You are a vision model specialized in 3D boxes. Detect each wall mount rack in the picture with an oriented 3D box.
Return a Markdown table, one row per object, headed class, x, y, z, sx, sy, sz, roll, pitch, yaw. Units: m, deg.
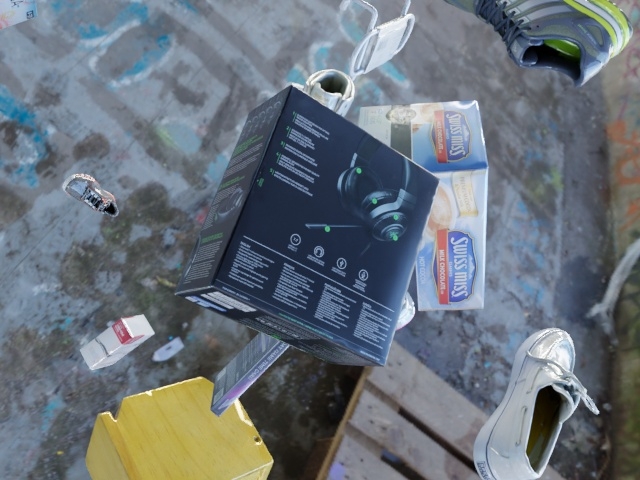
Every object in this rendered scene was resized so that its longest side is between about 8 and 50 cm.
| class | x | y | z | sx | sy | sz | roll | pitch | yaw |
| --- | --- | --- | --- | --- | --- | --- | --- | --- | --- |
| wall mount rack | 0.095 | -0.469 | 1.696 | 0.130 | 0.304 | 0.350 | 33 | 38 | 13 |

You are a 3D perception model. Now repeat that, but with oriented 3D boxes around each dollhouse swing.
| class | x | y | z | sx | sy | sz | roll | pitch | yaw |
| --- | --- | --- | --- | --- | --- | --- | --- | --- | --- |
| dollhouse swing | -0.339 | 0.530 | 1.481 | 0.346 | 0.305 | 0.315 | -6 | 54 | -51 |

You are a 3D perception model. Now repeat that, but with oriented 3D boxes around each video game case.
| class | x | y | z | sx | sy | sz | roll | pitch | yaw |
| --- | --- | --- | --- | --- | --- | --- | --- | --- | --- |
| video game case | -0.095 | 0.189 | 1.255 | 0.274 | 0.196 | 0.026 | -44 | 98 | 0 |

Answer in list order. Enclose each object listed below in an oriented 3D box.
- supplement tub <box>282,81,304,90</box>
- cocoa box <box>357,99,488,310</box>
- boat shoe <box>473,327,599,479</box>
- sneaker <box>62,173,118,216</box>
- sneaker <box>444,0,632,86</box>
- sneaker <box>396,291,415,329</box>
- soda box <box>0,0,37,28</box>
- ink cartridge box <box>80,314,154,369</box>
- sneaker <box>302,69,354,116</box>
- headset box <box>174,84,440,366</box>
| class | x | y | z | sx | sy | sz | roll | pitch | yaw |
| --- | --- | --- | --- | --- | --- | --- | --- | --- | --- |
| supplement tub | -0.033 | -0.322 | 1.587 | 0.107 | 0.071 | 0.071 | 10 | 66 | -28 |
| cocoa box | 0.197 | -0.059 | 1.302 | 0.231 | 0.227 | 0.347 | -82 | 166 | -48 |
| boat shoe | 0.413 | 0.279 | 1.212 | 0.367 | 0.156 | 0.136 | -41 | 101 | -40 |
| sneaker | -0.517 | -0.100 | 1.560 | 0.065 | 0.061 | 0.158 | 43 | 5 | 33 |
| sneaker | 0.299 | -0.331 | 1.007 | 0.300 | 0.111 | 0.121 | 29 | 64 | 17 |
| sneaker | 0.065 | 0.021 | 1.090 | 0.103 | 0.111 | 0.252 | -31 | 57 | -6 |
| soda box | -0.359 | -0.302 | 0.755 | 0.063 | 0.183 | 0.058 | -29 | 95 | -22 |
| ink cartridge box | -0.469 | 0.234 | 1.571 | 0.056 | 0.135 | 0.099 | 56 | 12 | 10 |
| sneaker | -0.033 | -0.170 | 1.114 | 0.108 | 0.169 | 0.293 | 24 | 49 | 3 |
| headset box | -0.006 | -0.018 | 0.855 | 0.246 | 0.131 | 0.283 | 27 | 70 | -24 |
